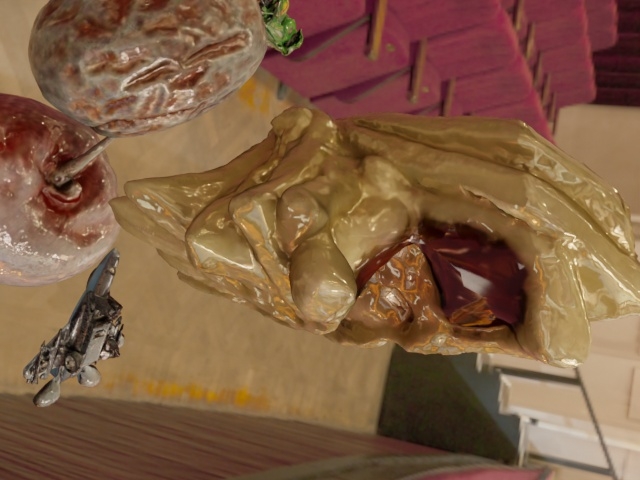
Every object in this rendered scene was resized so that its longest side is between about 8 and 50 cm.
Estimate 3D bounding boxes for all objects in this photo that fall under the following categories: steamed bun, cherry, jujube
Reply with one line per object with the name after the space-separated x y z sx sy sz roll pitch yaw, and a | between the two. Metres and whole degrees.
0.000 0.000 0.564 0.189 0.428 0.247 -48 119 -24 | steamed bun
-0.481 -0.072 1.202 0.335 0.326 0.291 -33 -150 60 | cherry
-0.241 -0.271 1.025 0.308 0.246 0.215 -30 129 -17 | jujube

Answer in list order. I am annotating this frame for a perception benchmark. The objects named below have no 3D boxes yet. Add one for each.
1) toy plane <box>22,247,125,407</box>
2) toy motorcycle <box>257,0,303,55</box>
-0.306 0.114 1.005 0.169 0.078 0.246 -15 146 -57 | toy plane
-0.086 -0.397 1.369 0.074 0.106 0.190 -58 162 -10 | toy motorcycle
